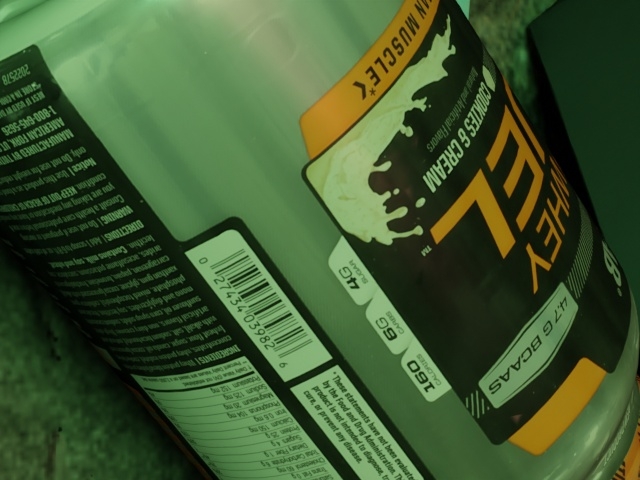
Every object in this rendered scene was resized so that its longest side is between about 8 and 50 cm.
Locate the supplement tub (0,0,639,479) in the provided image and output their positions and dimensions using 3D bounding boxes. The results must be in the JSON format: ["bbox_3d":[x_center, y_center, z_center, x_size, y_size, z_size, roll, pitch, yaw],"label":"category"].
[{"bbox_3d":[0.000,0.000,0.613,0.316,0.193,0.193,54,56,-26],"label":"supplement tub"}]

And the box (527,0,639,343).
[{"bbox_3d":[0.223,-0.014,0.777,0.184,0.103,0.261,34,31,-35],"label":"box"}]

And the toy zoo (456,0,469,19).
[{"bbox_3d":[-0.012,-0.190,0.719,0.293,0.030,0.192,53,57,-26],"label":"toy zoo"}]

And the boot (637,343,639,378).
[{"bbox_3d":[0.154,0.047,0.820,0.178,0.085,0.236,-38,118,-37],"label":"boot"}]
